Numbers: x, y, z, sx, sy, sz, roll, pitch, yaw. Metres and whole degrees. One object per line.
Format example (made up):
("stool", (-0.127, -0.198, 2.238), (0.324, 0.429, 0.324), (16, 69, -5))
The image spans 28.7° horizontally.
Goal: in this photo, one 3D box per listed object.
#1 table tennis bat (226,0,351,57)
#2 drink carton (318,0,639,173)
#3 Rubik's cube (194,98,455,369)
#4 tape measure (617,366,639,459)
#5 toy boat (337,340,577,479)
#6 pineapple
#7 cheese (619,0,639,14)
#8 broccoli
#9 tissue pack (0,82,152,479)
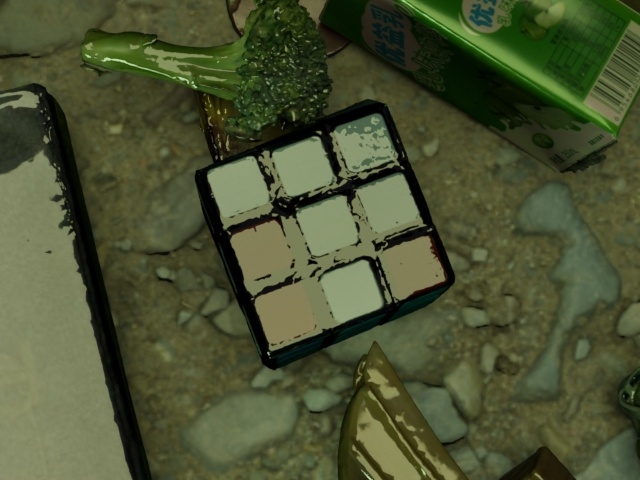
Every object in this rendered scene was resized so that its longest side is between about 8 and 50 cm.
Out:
("table tennis bat", (-0.018, -0.274, 1.129), (0.131, 0.022, 0.234), (4, 82, -2))
("drink carton", (0.142, -0.176, 1.047), (0.271, 0.161, 0.108), (33, 79, -3))
("Rubik's cube", (0.000, 0.000, 1.012), (0.162, 0.160, 0.163), (-20, 82, -5))
("tape measure", (0.350, 0.158, 1.031), (0.200, 0.106, 0.175), (-9, 78, -2))
("toy boat", (0.171, 0.266, 0.995), (0.162, 0.136, 0.445), (-41, 84, -13))
("pineapple", (-0.060, -0.104, 1.074), (0.137, 0.069, 0.116), (25, 80, 0))
("cheese", (0.360, -0.271, 1.020), (0.243, 0.265, 0.123), (-24, 83, -6))
("broccoli", (-0.091, -0.142, 0.996), (0.204, 0.118, 0.122), (6, 93, 2))
("tissue pack", (-0.304, 0.101, 1.001), (0.288, 0.124, 0.394), (-14, 81, -4))
